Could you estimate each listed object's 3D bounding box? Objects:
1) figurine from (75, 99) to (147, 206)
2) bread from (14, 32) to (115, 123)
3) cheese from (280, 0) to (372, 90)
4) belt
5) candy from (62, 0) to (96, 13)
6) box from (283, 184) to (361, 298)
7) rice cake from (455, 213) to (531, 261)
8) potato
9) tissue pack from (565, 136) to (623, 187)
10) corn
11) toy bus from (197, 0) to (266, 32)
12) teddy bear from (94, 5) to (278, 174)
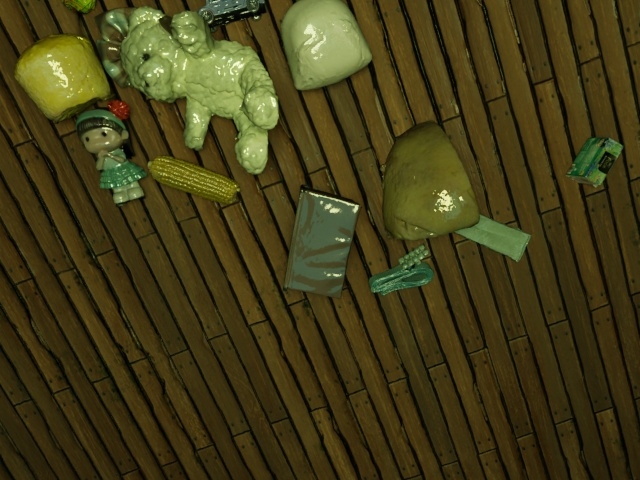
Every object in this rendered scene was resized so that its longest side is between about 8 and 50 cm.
[{"bbox_3d":[-0.510,-0.216,1.075,0.138,0.110,0.245,-18,106,-7],"label":"figurine"},{"bbox_3d":[-0.597,-0.384,0.998,0.197,0.197,0.170,-23,114,4],"label":"bread"},{"bbox_3d":[0.003,-0.468,0.999,0.198,0.154,0.189,-23,122,1],"label":"cheese"},{"bbox_3d":[0.217,0.089,1.177,0.179,0.065,0.100,-19,112,2],"label":"belt"},{"bbox_3d":[-0.529,-0.659,0.998,0.073,0.077,0.262,29,93,8],"label":"candy"},{"bbox_3d":[0.000,0.000,1.090,0.153,0.188,0.252,11,100,-3],"label":"box"},{"bbox_3d":[0.458,-0.022,1.167,0.226,0.040,0.085,22,102,-6],"label":"rice cake"},{"bbox_3d":[0.242,-0.146,1.058,0.211,0.189,0.264,-17,102,3],"label":"potato"},{"bbox_3d":[0.717,-0.200,1.110,0.079,0.085,0.111,25,100,-8],"label":"tissue pack"},{"bbox_3d":[-0.325,-0.156,1.103,0.238,0.080,0.080,20,101,-8],"label":"corn"},{"bbox_3d":[-0.216,-0.557,1.018,0.167,0.073,0.076,-15,100,-1],"label":"toy bus"},{"bbox_3d":[-0.313,-0.340,0.951,0.362,0.375,0.327,-1,144,-21],"label":"teddy bear"}]
